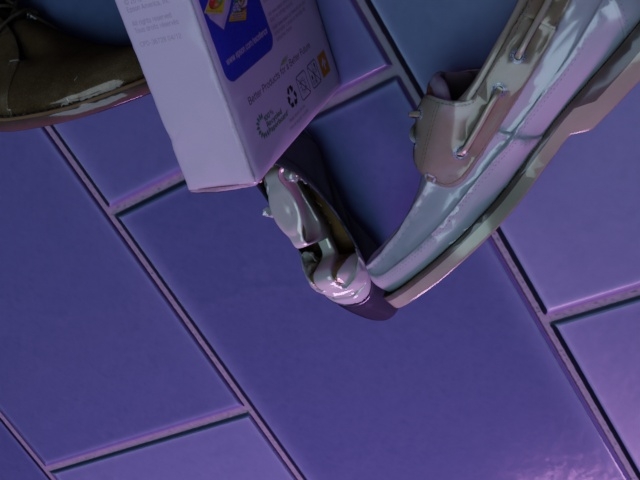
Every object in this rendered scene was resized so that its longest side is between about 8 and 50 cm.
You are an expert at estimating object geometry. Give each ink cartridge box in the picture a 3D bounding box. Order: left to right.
[{"bbox_3d":[-0.087,-0.234,0.602,0.069,0.176,0.371,-4,118,25],"label":"ink cartridge box"}]

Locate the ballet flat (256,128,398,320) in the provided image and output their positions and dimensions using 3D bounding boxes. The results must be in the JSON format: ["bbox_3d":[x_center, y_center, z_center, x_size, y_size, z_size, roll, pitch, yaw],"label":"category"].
[{"bbox_3d":[0.000,0.000,0.779,0.074,0.074,0.203,-17,113,30],"label":"ballet flat"}]

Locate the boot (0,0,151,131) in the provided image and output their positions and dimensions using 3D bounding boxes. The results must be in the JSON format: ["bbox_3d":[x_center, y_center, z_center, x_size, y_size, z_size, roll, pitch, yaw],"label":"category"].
[{"bbox_3d":[-0.257,-0.155,0.771,0.305,0.112,0.115,1,110,24],"label":"boot"}]

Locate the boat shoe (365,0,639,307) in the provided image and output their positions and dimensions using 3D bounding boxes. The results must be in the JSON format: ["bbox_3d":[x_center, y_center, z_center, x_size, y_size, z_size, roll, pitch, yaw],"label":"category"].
[{"bbox_3d":[0.117,-0.081,0.663,0.103,0.113,0.302,38,116,-2],"label":"boat shoe"}]
